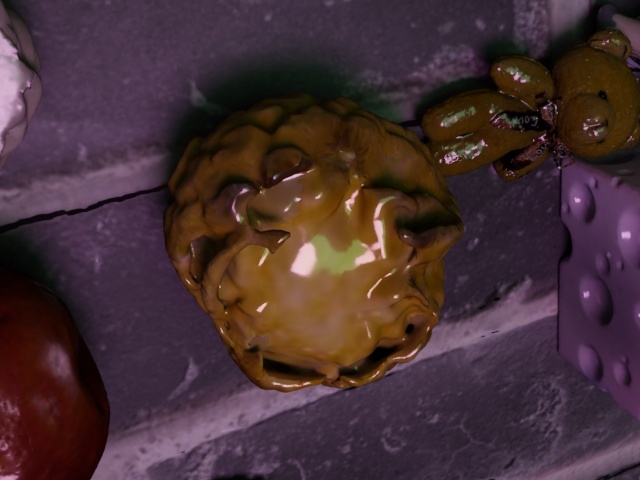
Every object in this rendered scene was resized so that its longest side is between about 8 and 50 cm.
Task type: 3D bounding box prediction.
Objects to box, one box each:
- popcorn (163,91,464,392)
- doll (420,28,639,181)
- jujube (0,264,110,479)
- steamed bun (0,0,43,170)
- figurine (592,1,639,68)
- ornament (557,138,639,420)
[{"bbox_3d":[0.000,0.000,0.689,0.250,0.190,0.250,-12,119,-24],"label":"popcorn"},{"bbox_3d":[0.194,-0.104,0.773,0.210,0.097,0.137,-19,127,-3],"label":"doll"},{"bbox_3d":[-0.314,0.146,0.616,0.318,0.223,0.223,-25,118,-7],"label":"jujube"},{"bbox_3d":[-0.279,-0.111,0.578,0.183,0.106,0.182,-10,114,-22],"label":"steamed bun"},{"bbox_3d":[0.346,-0.250,0.757,0.145,0.145,0.222,15,106,-26],"label":"figurine"},{"bbox_3d":[0.398,0.035,0.832,0.240,0.240,0.239,-14,116,-16],"label":"ornament"}]
